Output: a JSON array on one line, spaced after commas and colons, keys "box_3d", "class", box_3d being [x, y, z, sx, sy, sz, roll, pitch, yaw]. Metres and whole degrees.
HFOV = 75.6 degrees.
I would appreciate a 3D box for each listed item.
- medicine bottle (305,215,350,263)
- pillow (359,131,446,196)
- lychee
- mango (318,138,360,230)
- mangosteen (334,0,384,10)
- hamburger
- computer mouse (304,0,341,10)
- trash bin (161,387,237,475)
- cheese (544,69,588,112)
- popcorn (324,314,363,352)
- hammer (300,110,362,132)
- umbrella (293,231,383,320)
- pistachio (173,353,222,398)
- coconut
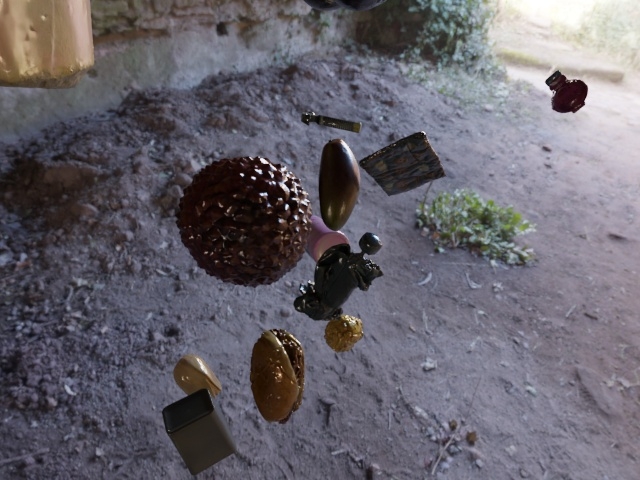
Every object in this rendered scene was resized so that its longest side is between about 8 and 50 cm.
[{"box_3d": [0.000, 0.000, 1.907, 0.178, 0.178, 0.290, -10, 21, -20], "class": "medicine bottle"}, {"box_3d": [0.235, -0.202, 1.149, 0.189, 0.255, 0.034, -19, 64, 23], "class": "pillow"}, {"box_3d": [-0.217, -0.054, 1.332, 0.424, 0.425, 0.500, 39, 13, 37], "class": "lychee"}, {"box_3d": [0.055, -0.160, 1.172, 0.111, 0.268, 0.133, -4, -12, 30], "class": "mango"}, {"box_3d": [0.060, -0.410, 0.580, 0.152, 0.152, 0.152, 4, 36, -3], "class": "mangosteen"}, {"box_3d": [-0.127, 0.430, 1.321, 0.155, 0.245, 0.282, -14, 69, -47], "class": "hamburger"}, {"box_3d": [-0.018, -0.705, 1.024, 0.170, 0.269, 0.100, -10, 37, 31], "class": "computer mouse"}, {"box_3d": [-0.384, 0.607, 1.324, 0.164, 0.240, 0.122, -22, 38, -18], "class": "trash bin"}, {"box_3d": [0.663, -0.403, 1.121, 0.038, 0.095, 0.145, 10, 50, -37], "class": "cheese"}, {"box_3d": [0.102, 0.401, 1.778, 0.180, 0.180, 0.170, 9, 21, 4], "class": "popcorn"}, {"box_3d": [0.039, -0.437, 1.527, 0.226, 0.041, 0.159, 13, 23, 4], "class": "hammer"}, {"box_3d": [0.052, 0.094, 1.040, 0.143, 0.349, 0.094, 20, 45, -12], "class": "umbrella"}, {"box_3d": [-0.438, 0.498, 1.473, 0.117, 0.200, 0.145, -43, 16, -34], "class": "pistachio"}, {"box_3d": [-0.551, -0.428, 0.693, 0.297, 0.310, 0.297, 7, 21, -3], "class": "coconut"}]
